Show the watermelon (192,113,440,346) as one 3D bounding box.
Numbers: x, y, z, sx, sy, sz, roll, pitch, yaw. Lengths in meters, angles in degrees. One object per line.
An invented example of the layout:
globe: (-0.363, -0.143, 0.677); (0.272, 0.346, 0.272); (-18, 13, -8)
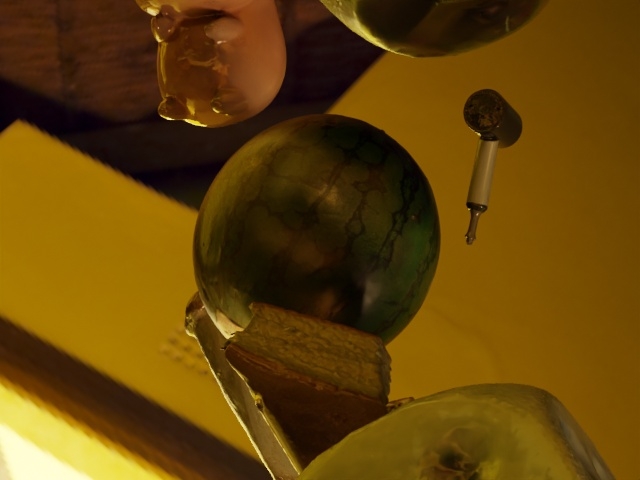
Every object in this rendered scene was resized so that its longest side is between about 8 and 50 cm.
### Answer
watermelon: (0.000, 0.000, 1.733); (0.363, 0.363, 0.363); (23, -41, 22)

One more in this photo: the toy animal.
toy animal: (-0.111, -0.244, 1.334); (0.167, 0.154, 0.250); (-2, -83, 19)

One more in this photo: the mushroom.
mushroom: (-0.102, 0.213, 1.862); (0.333, 0.087, 0.107); (60, -17, 20)

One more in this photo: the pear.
pear: (0.171, -0.364, 1.654); (0.399, 0.165, 0.399); (-7, -32, -4)

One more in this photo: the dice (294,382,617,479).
dice: (0.128, 0.288, 0.951); (0.263, 0.264, 0.268); (-31, -44, 9)

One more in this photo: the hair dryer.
hair dryer: (0.209, -0.088, 1.634); (0.057, 0.197, 0.100); (10, -8, 26)

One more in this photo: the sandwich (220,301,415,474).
sandwich: (0.016, 0.162, 1.260); (0.128, 0.122, 0.235); (-25, -67, 19)
